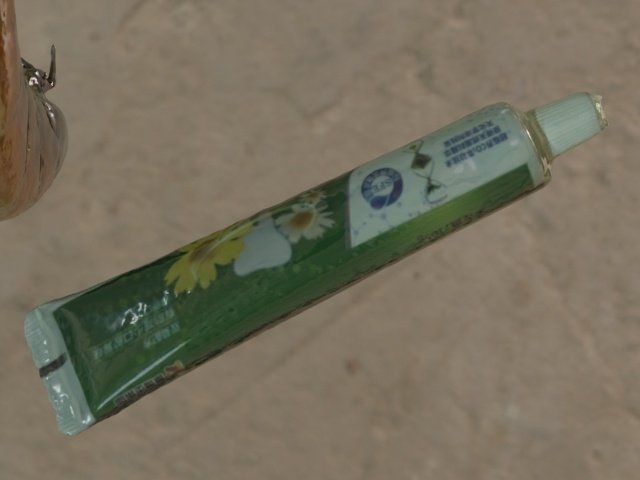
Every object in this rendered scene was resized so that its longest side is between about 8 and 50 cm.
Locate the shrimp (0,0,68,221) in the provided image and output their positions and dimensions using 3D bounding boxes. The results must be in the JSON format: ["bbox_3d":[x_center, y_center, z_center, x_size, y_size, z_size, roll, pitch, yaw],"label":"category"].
[{"bbox_3d":[-0.127,-0.108,0.719,0.051,0.262,0.198,3,92,-4],"label":"shrimp"}]

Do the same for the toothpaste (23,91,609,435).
[{"bbox_3d":[0.000,0.000,0.567,0.204,0.031,0.049,-26,62,0],"label":"toothpaste"}]
